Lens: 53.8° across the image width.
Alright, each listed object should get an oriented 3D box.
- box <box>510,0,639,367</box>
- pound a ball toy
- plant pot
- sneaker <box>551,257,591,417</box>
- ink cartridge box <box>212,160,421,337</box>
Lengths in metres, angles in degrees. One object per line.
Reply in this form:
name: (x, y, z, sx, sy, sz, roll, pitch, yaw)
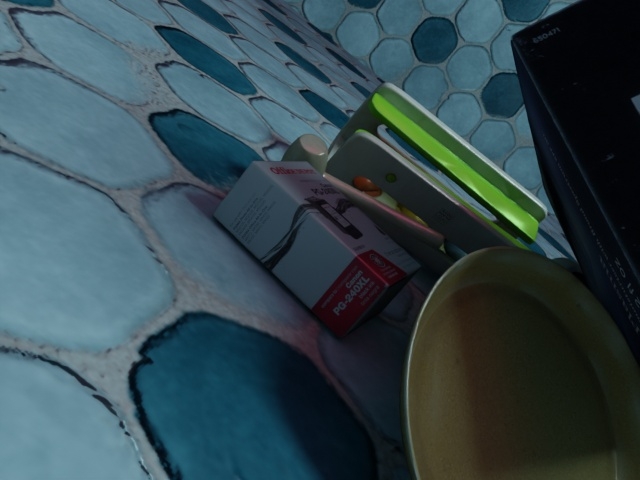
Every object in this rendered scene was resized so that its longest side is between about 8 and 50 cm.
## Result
box: (0.303, -0.011, 0.501, 0.294, 0.183, 0.296, 37, 32, -59)
pound a ball toy: (0.100, -0.033, 0.741, 0.319, 0.136, 0.208, 35, 45, -10)
plant pot: (0.138, 0.120, 0.410, 0.236, 0.032, 0.236, 14, 63, -30)
sneaker: (0.216, 0.110, 0.611, 0.350, 0.131, 0.148, -3, 52, -54)
ink cartridge box: (0.000, 0.000, 0.538, 0.150, 0.063, 0.109, 43, 20, 13)
